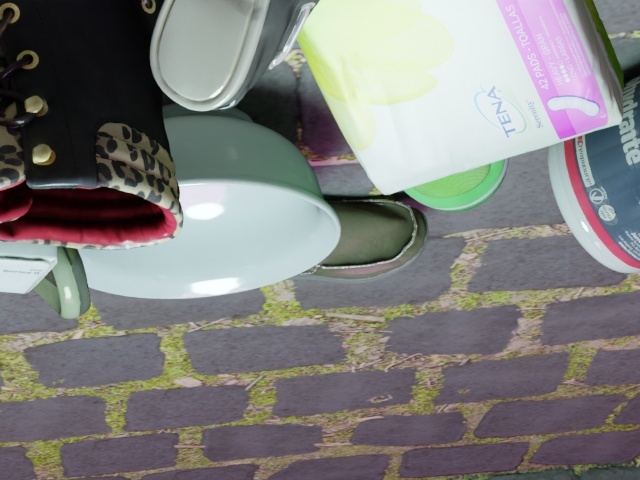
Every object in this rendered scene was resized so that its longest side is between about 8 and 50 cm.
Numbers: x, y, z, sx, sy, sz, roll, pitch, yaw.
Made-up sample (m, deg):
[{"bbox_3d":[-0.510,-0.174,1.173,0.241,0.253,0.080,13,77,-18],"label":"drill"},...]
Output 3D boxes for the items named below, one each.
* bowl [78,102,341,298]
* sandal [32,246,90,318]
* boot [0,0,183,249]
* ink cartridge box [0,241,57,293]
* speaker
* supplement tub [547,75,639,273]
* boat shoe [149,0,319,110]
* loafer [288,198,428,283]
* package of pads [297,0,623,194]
[{"bbox_3d":[-0.130,-0.053,1.712,0.298,0.134,0.298,-5,158,-2],"label":"bowl"},{"bbox_3d":[-0.329,-0.003,1.655,0.086,0.303,0.120,-30,124,-23],"label":"sandal"},{"bbox_3d":[-0.249,-0.156,1.224,0.138,0.284,0.377,-25,153,37],"label":"boot"},{"bbox_3d":[-0.327,-0.067,1.516,0.154,0.212,0.093,5,155,-27],"label":"ink cartridge box"},{"bbox_3d":[0.101,-0.128,1.606,0.131,0.131,0.296,-12,157,13],"label":"speaker"},{"bbox_3d":[0.386,-0.092,1.685,0.272,0.191,0.191,-25,152,37],"label":"supplement tub"},{"bbox_3d":[-0.026,-0.248,1.207,0.335,0.112,0.095,-63,168,23],"label":"boat shoe"},{"bbox_3d":[0.000,0.000,1.930,0.251,0.094,0.087,-8,162,5],"label":"loafer"},{"bbox_3d":[0.090,-0.188,1.334,0.229,0.101,0.296,-16,125,20],"label":"package of pads"}]
